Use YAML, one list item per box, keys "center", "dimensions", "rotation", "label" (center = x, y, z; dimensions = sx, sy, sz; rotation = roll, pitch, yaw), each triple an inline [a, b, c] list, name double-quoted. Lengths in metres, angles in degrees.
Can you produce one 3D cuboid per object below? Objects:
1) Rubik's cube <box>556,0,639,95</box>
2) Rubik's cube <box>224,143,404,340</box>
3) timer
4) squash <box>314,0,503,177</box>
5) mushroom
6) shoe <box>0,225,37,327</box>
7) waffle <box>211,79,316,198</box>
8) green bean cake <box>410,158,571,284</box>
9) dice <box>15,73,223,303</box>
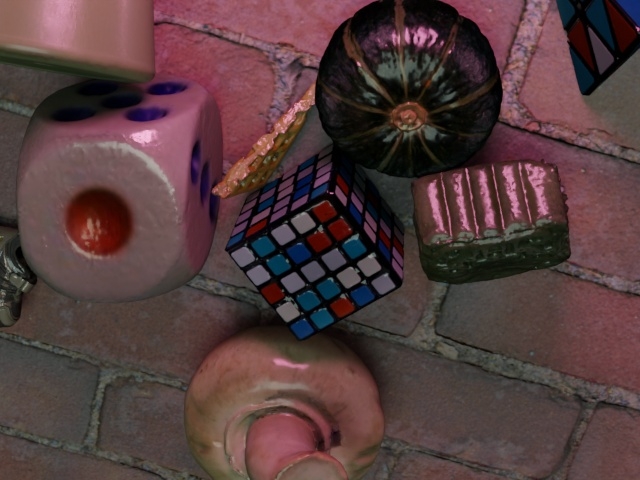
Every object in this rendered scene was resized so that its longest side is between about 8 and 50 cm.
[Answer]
- center: [0.341, -0.342, 1.448]
  dimensions: [0.234, 0.250, 0.284]
  rotation: [48, 120, 4]
  label: "Rubik's cube"
- center: [0.000, 0.000, 1.652]
  dimensions: [0.187, 0.184, 0.182]
  rotation: [-30, 110, 21]
  label: "Rubik's cube"
- center: [-0.338, -0.379, 1.482]
  dimensions: [0.291, 0.291, 0.315]
  rotation: [10, 95, 2]
  label: "timer"
- center: [0.119, -0.204, 1.541]
  dimensions: [0.252, 0.165, 0.252]
  rotation: [2, 123, 4]
  label: "squash"
- center: [-0.039, 0.269, 1.768]
  dimensions: [0.315, 0.315, 0.356]
  rotation: [47, 148, -17]
  label: "mushroom"
- center: [-0.484, 0.048, 1.798]
  dimensions: [0.092, 0.089, 0.180]
  rotation: [-4, 109, 7]
  label: "shoe"
- center: [-0.074, -0.146, 1.624]
  dimensions: [0.032, 0.125, 0.191]
  rotation: [42, 120, 16]
  label: "waffle"
- center: [0.241, -0.020, 1.595]
  dimensions: [0.223, 0.227, 0.125]
  rotation: [-12, 73, 8]
  label: "green bean cake"
- center: [-0.274, -0.080, 1.609]
  dimensions: [0.243, 0.251, 0.259]
  rotation: [3, 118, 8]
  label: "dice"
